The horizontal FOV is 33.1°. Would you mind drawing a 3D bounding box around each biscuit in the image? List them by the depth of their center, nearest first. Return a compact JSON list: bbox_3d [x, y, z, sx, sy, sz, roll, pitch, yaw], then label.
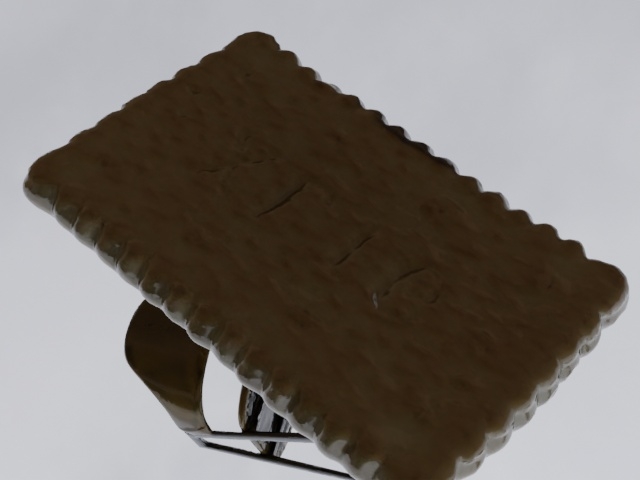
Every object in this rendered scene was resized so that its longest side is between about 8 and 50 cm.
[{"bbox_3d":[0.000,0.000,0.642,0.325,0.044,0.217,36,-124,23],"label":"biscuit"}]

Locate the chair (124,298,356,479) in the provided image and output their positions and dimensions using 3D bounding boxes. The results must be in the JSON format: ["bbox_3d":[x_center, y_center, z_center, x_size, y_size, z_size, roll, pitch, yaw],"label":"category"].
[{"bbox_3d":[-0.041,0.126,1.040,0.247,0.172,0.159,4,-116,23],"label":"chair"}]
